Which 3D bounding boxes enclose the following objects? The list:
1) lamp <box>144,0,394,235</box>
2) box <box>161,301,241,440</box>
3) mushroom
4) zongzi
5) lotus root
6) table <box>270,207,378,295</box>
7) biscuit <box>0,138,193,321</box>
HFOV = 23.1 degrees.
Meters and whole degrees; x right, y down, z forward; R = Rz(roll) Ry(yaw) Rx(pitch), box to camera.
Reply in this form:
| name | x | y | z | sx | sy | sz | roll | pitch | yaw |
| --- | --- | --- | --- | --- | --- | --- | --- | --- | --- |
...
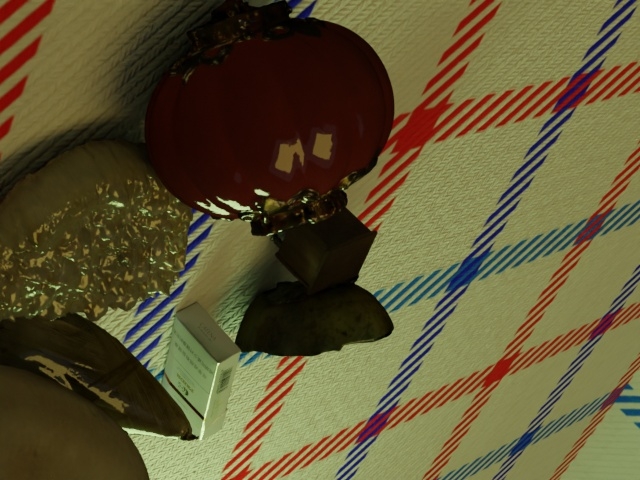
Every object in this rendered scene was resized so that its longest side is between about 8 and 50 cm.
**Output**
| name | x | y | z | sx | sy | sz | roll | pitch | yaw |
| --- | --- | --- | --- | --- | --- | --- | --- | --- | --- |
| lamp | -0.048 | -0.114 | 1.388 | 0.227 | 0.227 | 0.227 | -35 | 154 | -20 |
| box | -0.140 | 0.153 | 1.799 | 0.040 | 0.084 | 0.154 | -30 | 151 | -33 |
| mushroom | -0.334 | 0.239 | 1.428 | 0.362 | 0.294 | 0.362 | -5 | 136 | -5 |
| zongzi | -0.227 | 0.131 | 1.504 | 0.099 | 0.197 | 0.194 | -62 | 152 | -3 |
| lotus root | -0.011 | 0.082 | 1.831 | 0.183 | 0.078 | 0.203 | -9 | -175 | -16 |
| table | 0.000 | 0.000 | 1.777 | 0.083 | 0.082 | 0.070 | -21 | 146 | -42 |
| biscuit | -0.209 | -0.015 | 1.439 | 0.281 | 0.084 | 0.179 | -3 | 129 | -58 |
